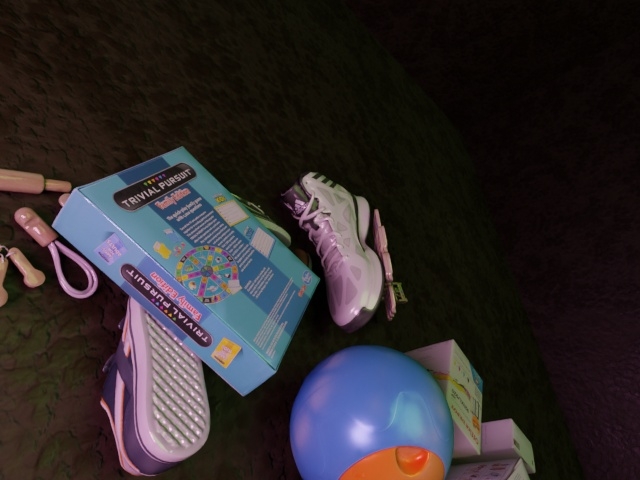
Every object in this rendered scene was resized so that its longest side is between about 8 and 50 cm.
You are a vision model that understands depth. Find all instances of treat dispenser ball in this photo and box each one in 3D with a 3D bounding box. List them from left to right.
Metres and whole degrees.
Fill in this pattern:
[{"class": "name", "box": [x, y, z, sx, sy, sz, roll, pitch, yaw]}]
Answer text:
[{"class": "treat dispenser ball", "box": [0.089, 0.334, 0.762, 0.288, 0.288, 0.288, 33, 42, -37]}]

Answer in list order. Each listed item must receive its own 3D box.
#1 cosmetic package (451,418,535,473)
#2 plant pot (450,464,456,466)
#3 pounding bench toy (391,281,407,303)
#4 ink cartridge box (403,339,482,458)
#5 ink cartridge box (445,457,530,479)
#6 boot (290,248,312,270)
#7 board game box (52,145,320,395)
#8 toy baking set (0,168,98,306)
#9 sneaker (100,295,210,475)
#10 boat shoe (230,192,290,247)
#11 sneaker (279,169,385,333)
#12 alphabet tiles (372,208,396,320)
[{"class": "cosmetic package", "box": [0.414, 0.545, 1.110, 0.117, 0.231, 0.086, 50, 34, -19]}, {"class": "plant pot", "box": [0.360, 0.606, 0.977, 0.205, 0.187, 0.205, -20, 90, -77]}, {"class": "pounding bench toy", "box": [0.228, 0.161, 1.299, 0.083, 0.052, 0.065, 8, 60, -52]}, {"class": "ink cartridge box", "box": [0.304, 0.415, 1.111, 0.171, 0.168, 0.233, 53, 34, -15]}, {"class": "ink cartridge box", "box": [0.268, 0.588, 0.805, 0.130, 0.309, 0.272, 4, 63, -52]}, {"class": "boot", "box": [-0.165, 0.028, 0.830, 0.280, 0.096, 0.264, 48, 52, -13]}, {"class": "board game box", "box": [-0.171, 0.027, 0.657, 0.336, 0.079, 0.254, 44, 26, -7]}, {"class": "toy baking set", "box": [-0.398, -0.008, 0.586, 0.256, 0.030, 0.197, -5, 73, -55]}, {"class": "sneaker", "box": [-0.234, 0.158, 0.607, 0.126, 0.127, 0.321, 27, 34, -35]}, {"class": "boat shoe", "box": [-0.149, -0.048, 0.909, 0.219, 0.077, 0.070, 30, 45, -37]}, {"class": "sneaker", "box": [-0.001, 0.000, 1.040, 0.257, 0.169, 0.448, 30, 36, -27]}, {"class": "alphabet tiles", "box": [0.164, 0.070, 1.154, 0.284, 0.021, 0.278, 78, 4, -71]}]
